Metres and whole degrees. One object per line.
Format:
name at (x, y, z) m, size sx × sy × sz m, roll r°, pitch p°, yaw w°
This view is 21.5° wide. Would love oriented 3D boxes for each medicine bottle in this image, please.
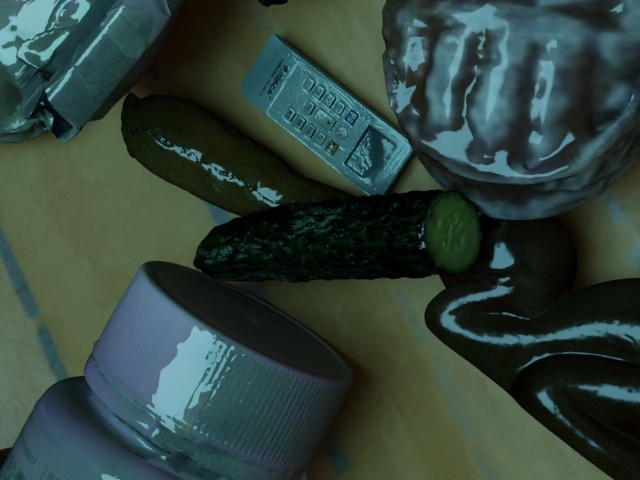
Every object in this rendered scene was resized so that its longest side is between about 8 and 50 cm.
medicine bottle at (-0.128, 0.193, 1.378) m, size 0.241 × 0.241 × 0.302 m, roll 32°, pitch 98°, yaw 22°

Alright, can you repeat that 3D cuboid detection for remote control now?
remote control at (0.006, -0.104, 1.405) m, size 0.162 × 0.029 × 0.061 m, roll 40°, pitch 113°, yaw 15°

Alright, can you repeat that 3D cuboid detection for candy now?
candy at (0.154, -0.165, 1.225) m, size 0.214 × 0.157 × 0.290 m, roll 7°, pitch 79°, yaw 17°

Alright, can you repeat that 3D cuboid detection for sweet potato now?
sweet potato at (-0.055, -0.049, 1.419) m, size 0.273 × 0.075 × 0.075 m, roll 29°, pitch 106°, yaw 21°

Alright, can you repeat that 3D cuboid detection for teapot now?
teapot at (-0.196, -0.201, 1.375) m, size 0.163 × 0.221 × 0.178 m, roll 44°, pitch 107°, yaw -6°

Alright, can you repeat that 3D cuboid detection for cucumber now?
cucumber at (0.000, 0.000, 1.320) m, size 0.293 × 0.067 × 0.068 m, roll -4°, pitch 92°, yaw 47°

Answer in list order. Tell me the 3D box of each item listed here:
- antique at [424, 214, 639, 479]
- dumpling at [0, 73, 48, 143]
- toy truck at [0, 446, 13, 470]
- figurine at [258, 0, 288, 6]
antique at (0.193, 0.067, 1.268) m, size 0.257 × 0.121 × 0.143 m, roll 37°, pitch 100°, yaw 21°
dumpling at (-0.338, -0.172, 1.520) m, size 0.247 × 0.142 × 0.173 m, roll 7°, pitch 91°, yaw 12°
toy truck at (-0.324, 0.289, 1.581) m, size 0.092 × 0.083 × 0.192 m, roll 41°, pitch 112°, yaw 20°
figurine at (-0.002, -0.380, 1.274) m, size 0.388 × 0.276 × 0.248 m, roll -54°, pitch 26°, yaw 16°
